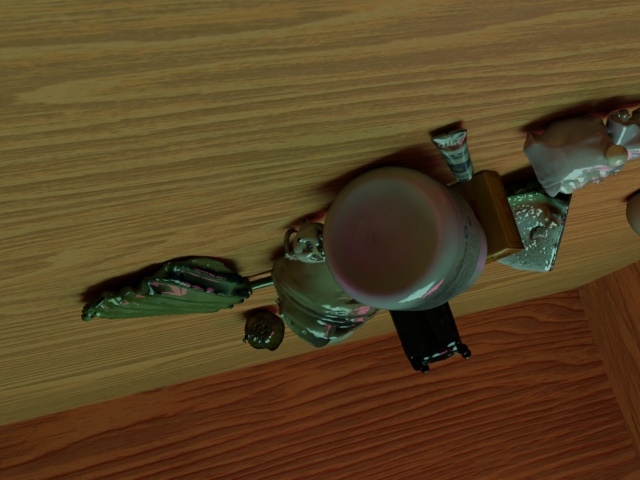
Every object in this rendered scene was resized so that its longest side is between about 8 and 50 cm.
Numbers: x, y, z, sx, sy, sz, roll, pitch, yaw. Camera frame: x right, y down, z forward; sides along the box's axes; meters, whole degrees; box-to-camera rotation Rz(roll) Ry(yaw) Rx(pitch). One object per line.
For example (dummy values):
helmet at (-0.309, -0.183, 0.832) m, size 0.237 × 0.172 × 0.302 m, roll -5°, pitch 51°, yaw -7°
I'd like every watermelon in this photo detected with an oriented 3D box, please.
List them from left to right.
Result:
watermelon at (0.452, -0.022, 1.724) m, size 0.289 × 0.214 × 0.320 m, roll -15°, pitch 178°, yaw 5°

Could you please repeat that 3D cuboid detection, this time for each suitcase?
suitcase at (0.259, 0.166, 1.991) m, size 0.152 × 0.335 × 0.229 m, roll -22°, pitch 165°, yaw 7°

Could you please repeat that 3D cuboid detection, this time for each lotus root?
lotus root at (-0.177, 0.288, 2.430) m, size 0.124 × 0.123 × 0.241 m, roll 13°, pitch 169°, yaw 4°

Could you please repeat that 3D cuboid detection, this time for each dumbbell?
dumbbell at (-0.139, 0.104, 1.913) m, size 0.118 × 0.046 × 0.052 m, roll -16°, pitch 172°, yaw 1°

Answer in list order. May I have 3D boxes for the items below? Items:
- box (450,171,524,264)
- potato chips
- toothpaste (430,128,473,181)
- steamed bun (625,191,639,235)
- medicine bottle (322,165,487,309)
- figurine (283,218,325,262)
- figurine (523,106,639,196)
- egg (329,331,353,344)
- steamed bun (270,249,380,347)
box at (0.282, -0.014, 1.647) m, size 0.274 × 0.174 × 0.076 m, roll -27°, pitch 163°, yaw 37°
potato chips at (-0.339, 0.129, 1.763) m, size 0.358 × 0.070 × 0.429 m, roll -19°, pitch 165°, yaw 25°
toothpaste at (0.242, -0.152, 1.359) m, size 0.062 × 0.039 × 0.239 m, roll -12°, pitch 165°, yaw 14°
steamed bun at (1.042, -0.081, 2.212) m, size 0.283 × 0.177 × 0.283 m, roll -15°, pitch 167°, yaw -4°
medicine bottle at (0.176, 0.006, 1.443) m, size 0.256 × 0.256 × 0.325 m, roll -22°, pitch 165°, yaw 24°
figurine at (0.000, 0.000, 1.555) m, size 0.153 × 0.132 × 0.132 m, roll -10°, pitch 171°, yaw 31°
figurine at (0.504, -0.171, 1.381) m, size 0.276 × 0.133 × 0.200 m, roll -17°, pitch -177°, yaw -7°
egg at (0.042, 0.206, 2.246) m, size 0.264 × 0.174 × 0.286 m, roll -13°, pitch 163°, yaw -24°
steamed bun at (0.018, 0.132, 1.785) m, size 0.275 × 0.206 × 0.320 m, roll -20°, pitch 150°, yaw 27°
